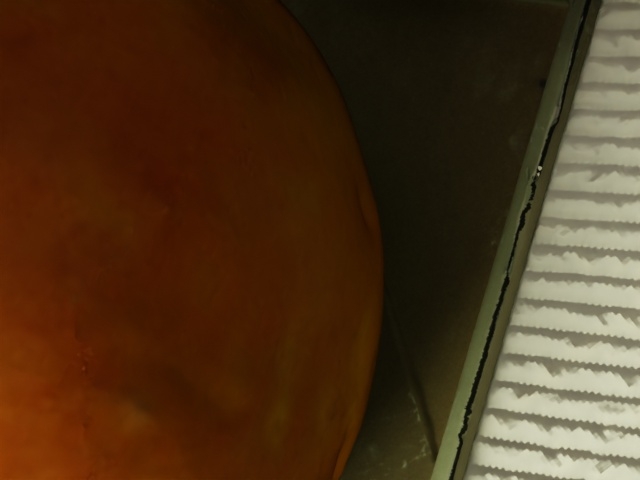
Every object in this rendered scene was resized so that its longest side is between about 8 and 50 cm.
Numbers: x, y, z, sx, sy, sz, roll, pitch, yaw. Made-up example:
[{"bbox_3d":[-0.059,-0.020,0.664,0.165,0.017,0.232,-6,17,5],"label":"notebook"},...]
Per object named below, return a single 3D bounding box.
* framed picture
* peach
[{"bbox_3d":[0.000,0.000,0.700,0.184,0.016,0.250,11,82,31],"label":"framed picture"},{"bbox_3d":[-0.155,0.010,0.597,0.342,0.301,0.343,-8,73,27],"label":"peach"}]
